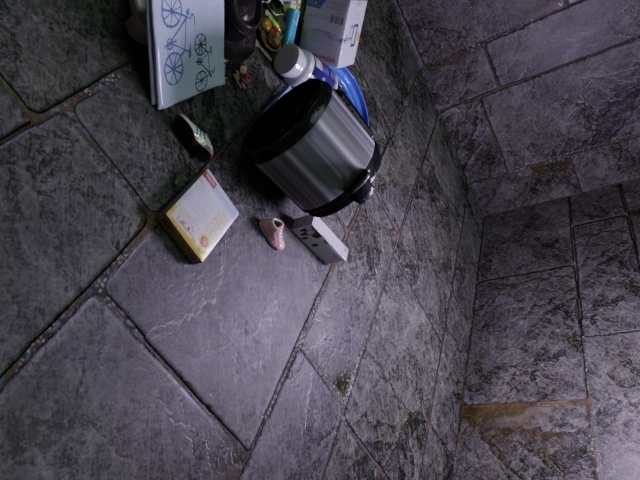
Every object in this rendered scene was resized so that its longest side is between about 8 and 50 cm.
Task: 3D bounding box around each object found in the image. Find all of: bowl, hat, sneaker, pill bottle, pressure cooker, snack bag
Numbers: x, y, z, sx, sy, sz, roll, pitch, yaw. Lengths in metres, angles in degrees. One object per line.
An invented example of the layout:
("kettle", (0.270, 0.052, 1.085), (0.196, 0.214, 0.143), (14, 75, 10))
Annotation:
("bowl", (0.099, -0.614, 2.334), (0.391, 0.077, 0.391), (28, 55, -51))
("hat", (-0.273, -0.771, 1.688), (0.331, 0.133, 0.331), (31, 51, -49))
("sneaker", (-0.145, -0.022, 1.717), (0.134, 0.070, 0.051), (56, 34, -29))
("sneaker", (-0.374, -0.309, 1.504), (0.161, 0.057, 0.075), (54, 21, -28))
("pill bottle", (-0.058, -0.672, 2.048), (0.264, 0.153, 0.153), (18, 62, -53))
("sneaker", (-0.147, -0.987, 2.091), (0.384, 0.145, 0.147), (2, 102, -58))
("pressure cooker", (-0.002, -0.289, 1.753), (0.420, 0.375, 0.370), (44, 40, -29))
("snack bag", (-0.377, -0.577, 1.465), (0.342, 0.037, 0.323), (-48, 151, -51))

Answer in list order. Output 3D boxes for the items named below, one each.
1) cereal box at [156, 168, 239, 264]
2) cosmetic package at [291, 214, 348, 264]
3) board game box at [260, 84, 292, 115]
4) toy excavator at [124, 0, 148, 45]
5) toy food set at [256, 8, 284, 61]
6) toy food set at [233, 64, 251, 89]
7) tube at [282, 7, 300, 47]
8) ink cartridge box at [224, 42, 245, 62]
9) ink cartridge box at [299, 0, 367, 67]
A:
("cereal box", (-0.341, -0.072, 1.448), (0.173, 0.047, 0.240), (59, 35, -25))
("cosmetic package", (0.000, 0.000, 1.910), (0.239, 0.098, 0.060), (46, 44, -38))
("board game box", (-0.111, -0.450, 1.924), (0.160, 0.039, 0.211), (-54, 125, -23))
("toy excavator", (-0.465, -0.830, 1.467), (0.445, 0.222, 0.433), (-46, 118, -39))
("toy food set", (-0.191, -0.801, 1.974), (0.132, 0.038, 0.192), (41, 53, -39))
("toy food set", (-0.277, -0.570, 1.789), (0.078, 0.019, 0.122), (63, 26, -20))
("tube", (-0.125, -0.819, 2.039), (0.080, 0.052, 0.207), (-8, 111, -66))
("ink cartridge box", (-0.355, -0.688, 1.687), (0.208, 0.045, 0.206), (-46, 117, -54))
("ink cartridge box", (0.050, -0.900, 2.162), (0.197, 0.198, 0.270), (-43, 151, -56))
